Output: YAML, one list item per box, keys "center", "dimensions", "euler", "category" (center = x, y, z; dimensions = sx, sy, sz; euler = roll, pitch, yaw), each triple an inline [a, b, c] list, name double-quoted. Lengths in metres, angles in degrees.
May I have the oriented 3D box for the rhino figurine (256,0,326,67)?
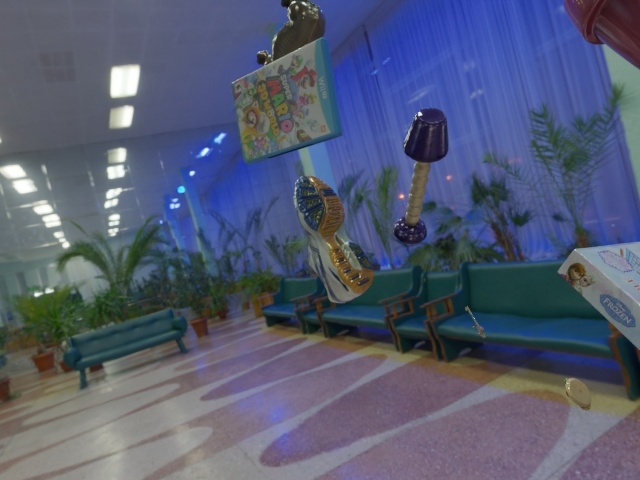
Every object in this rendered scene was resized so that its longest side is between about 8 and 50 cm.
- center: [-0.065, -0.296, 0.713]
  dimensions: [0.073, 0.244, 0.106]
  euler: [12, 21, -39]
  category: "rhino figurine"

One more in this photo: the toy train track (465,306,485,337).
- center: [0.379, 0.203, 1.017]
  dimensions: [0.014, 0.083, 0.048]
  euler: [-27, -16, 0]
  category: "toy train track"

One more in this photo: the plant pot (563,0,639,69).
- center: [0.422, -0.274, 0.465]
  dimensions: [0.201, 0.181, 0.201]
  euler: [-19, -19, -7]
  category: "plant pot"

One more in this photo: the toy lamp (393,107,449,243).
- center: [0.178, -0.108, 0.749]
  dimensions: [0.080, 0.080, 0.275]
  euler: [-15, -40, -12]
  category: "toy lamp"

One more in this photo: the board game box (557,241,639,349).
- center: [0.662, 0.128, 0.737]
  dimensions: [0.317, 0.066, 0.319]
  euler: [-4, 41, -22]
  category: "board game box"

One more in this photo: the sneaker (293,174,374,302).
- center: [0.000, 0.000, 0.903]
  dimensions: [0.111, 0.297, 0.131]
  euler: [-9, -25, -31]
  category: "sneaker"

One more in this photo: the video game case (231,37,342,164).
- center: [-0.051, -0.178, 0.549]
  dimensions: [0.166, 0.119, 0.015]
  euler: [-8, 2, 36]
  category: "video game case"

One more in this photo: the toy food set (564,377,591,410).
- center: [0.729, 0.431, 1.166]
  dimensions: [0.083, 0.083, 0.020]
  euler: [-59, -3, -40]
  category: "toy food set"
